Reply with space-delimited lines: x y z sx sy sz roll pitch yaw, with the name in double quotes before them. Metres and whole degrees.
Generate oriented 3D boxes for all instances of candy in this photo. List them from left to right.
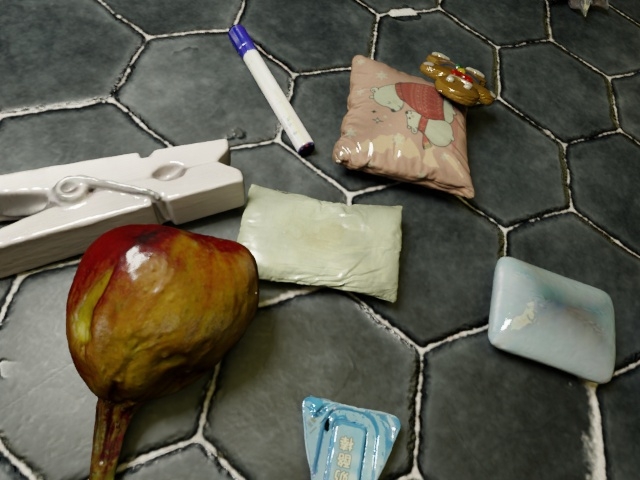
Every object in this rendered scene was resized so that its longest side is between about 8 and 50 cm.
"candy" 0.320 0.106 0.593 0.174 0.071 0.138 20 62 -2

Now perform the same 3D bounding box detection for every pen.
"pen" -0.082 -0.249 0.701 0.033 0.033 0.269 -23 71 -21

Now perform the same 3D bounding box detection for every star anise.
"star anise" 0.592 -0.588 0.990 0.205 0.061 0.180 -20 70 -20

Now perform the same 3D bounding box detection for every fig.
"fig" -0.173 0.111 0.427 0.191 0.190 0.290 15 61 -4

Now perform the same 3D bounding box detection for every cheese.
"cheese" 0.015 0.298 0.446 0.135 0.052 0.244 15 63 -4

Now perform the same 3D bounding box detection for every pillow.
"pillow" 0.000 0.000 0.590 0.230 0.050 0.148 8 57 -4
"pillow" 0.141 -0.183 0.686 0.223 0.084 0.236 14 61 -7

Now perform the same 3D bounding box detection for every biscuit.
"biscuit" 0.237 -0.275 0.735 0.138 0.031 0.205 28 37 1

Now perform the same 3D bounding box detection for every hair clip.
"hair clip" -0.264 -0.050 0.535 0.331 0.085 0.101 -17 60 -15
